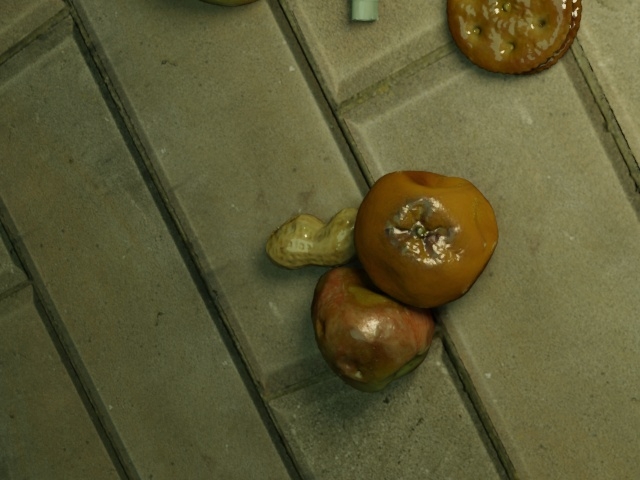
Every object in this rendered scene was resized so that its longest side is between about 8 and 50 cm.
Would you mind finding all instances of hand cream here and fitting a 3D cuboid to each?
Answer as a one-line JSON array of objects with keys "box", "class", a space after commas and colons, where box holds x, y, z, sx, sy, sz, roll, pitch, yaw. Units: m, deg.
[{"box": [0.078, -0.480, 1.905, 0.078, 0.050, 0.204, 8, 104, 29], "class": "hand cream"}]

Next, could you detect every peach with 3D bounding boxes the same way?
[{"box": [0.078, 0.151, 1.994, 0.235, 0.214, 0.214, 42, 120, 18], "class": "peach"}]

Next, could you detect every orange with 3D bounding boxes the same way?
[{"box": [0.173, -0.002, 1.885, 0.249, 0.183, 0.248, 0, 89, 18], "class": "orange"}]

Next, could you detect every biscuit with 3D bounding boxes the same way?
[{"box": [0.311, -0.375, 1.794, 0.221, 0.066, 0.220, 8, 105, 30], "class": "biscuit"}]

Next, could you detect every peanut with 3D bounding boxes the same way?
[{"box": [0.000, 0.000, 2.060, 0.229, 0.098, 0.103, -7, 127, 28], "class": "peanut"}]

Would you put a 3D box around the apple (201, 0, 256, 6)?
[{"box": [-0.203, -0.483, 1.984, 0.265, 0.193, 0.120, 25, 125, 18], "class": "apple"}]
